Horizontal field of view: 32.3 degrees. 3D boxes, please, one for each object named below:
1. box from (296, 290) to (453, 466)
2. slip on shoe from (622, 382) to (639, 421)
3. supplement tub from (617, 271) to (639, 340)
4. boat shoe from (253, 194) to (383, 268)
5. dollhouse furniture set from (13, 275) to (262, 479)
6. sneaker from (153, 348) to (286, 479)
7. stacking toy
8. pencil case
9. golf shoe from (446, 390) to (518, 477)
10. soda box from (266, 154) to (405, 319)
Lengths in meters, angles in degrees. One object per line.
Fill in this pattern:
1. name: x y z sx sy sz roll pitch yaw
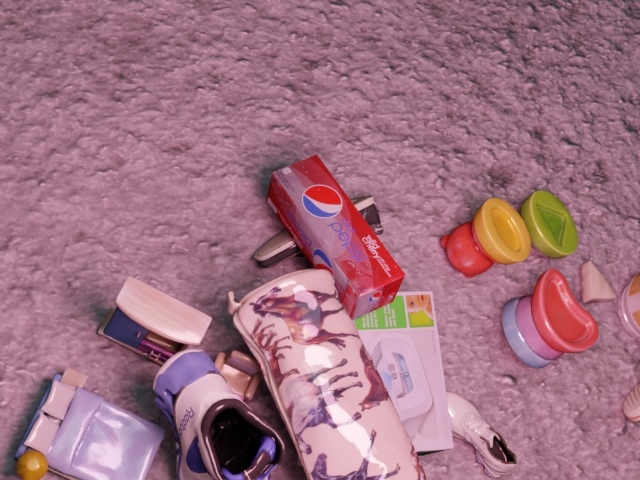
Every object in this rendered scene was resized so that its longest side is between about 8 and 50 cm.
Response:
1. box: 0.071 0.223 1.794 0.231 0.127 0.262 0 74 -20
2. slip on shoe: 0.684 0.258 1.996 0.331 0.123 0.101 -20 84 -28
3. supplement tub: 0.638 0.104 1.980 0.144 0.199 0.144 5 72 -17
4. boat shoe: 0.000 0.000 1.868 0.233 0.084 0.079 -24 106 -19
5. dollhouse furniture set: -0.261 0.258 1.629 0.286 0.198 0.303 28 67 -8
6. sneaker: -0.129 0.320 1.587 0.127 0.182 0.316 -31 128 -19
7. stacking toy: 0.372 0.065 1.984 0.279 0.130 0.309 -26 84 -50
8. pencil case: 0.009 0.241 1.610 0.183 0.160 0.410 -19 79 -32
9. golf shoe: 0.266 0.315 1.849 0.176 0.086 0.069 45 67 2
10. soda box: 0.021 -0.006 1.762 0.092 0.083 0.263 -23 64 -25
